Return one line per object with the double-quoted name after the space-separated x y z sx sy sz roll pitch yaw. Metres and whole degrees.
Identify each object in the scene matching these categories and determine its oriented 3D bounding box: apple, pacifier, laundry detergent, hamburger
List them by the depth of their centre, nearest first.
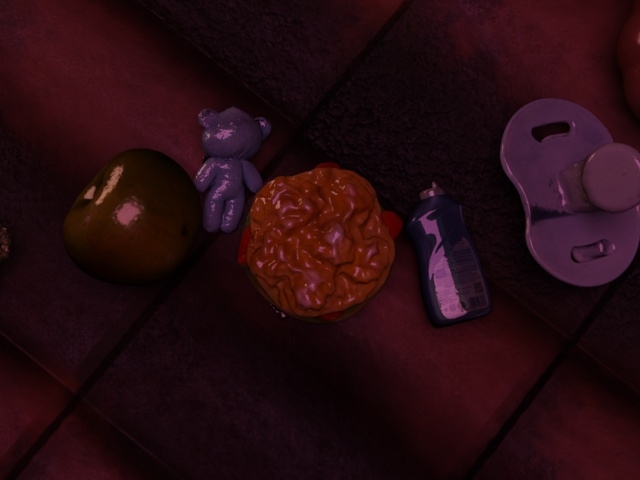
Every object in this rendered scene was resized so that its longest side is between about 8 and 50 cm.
-0.253 -0.028 1.575 0.157 0.196 0.196 35 80 -26 "apple"
0.382 -0.082 1.598 0.227 0.207 0.278 -14 82 -22 "pacifier"
0.000 0.000 1.598 0.237 0.149 0.237 0 80 -1 "hamburger"
0.178 0.017 1.644 0.097 0.061 0.206 -13 82 -2 "laundry detergent"

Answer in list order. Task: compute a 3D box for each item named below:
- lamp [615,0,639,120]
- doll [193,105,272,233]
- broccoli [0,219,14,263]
0.572 -0.263 1.611 0.305 0.239 0.305 0 81 -3 "lamp"
-0.138 -0.104 1.655 0.120 0.075 0.179 5 103 -39 "doll"
-0.506 0.011 1.587 0.162 0.138 0.145 1 114 -15 "broccoli"
